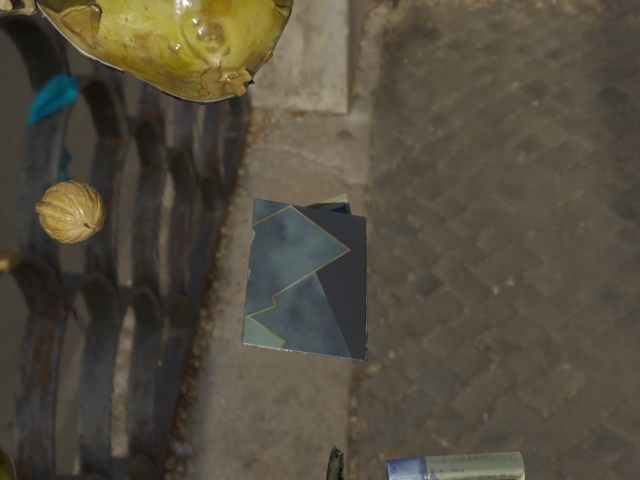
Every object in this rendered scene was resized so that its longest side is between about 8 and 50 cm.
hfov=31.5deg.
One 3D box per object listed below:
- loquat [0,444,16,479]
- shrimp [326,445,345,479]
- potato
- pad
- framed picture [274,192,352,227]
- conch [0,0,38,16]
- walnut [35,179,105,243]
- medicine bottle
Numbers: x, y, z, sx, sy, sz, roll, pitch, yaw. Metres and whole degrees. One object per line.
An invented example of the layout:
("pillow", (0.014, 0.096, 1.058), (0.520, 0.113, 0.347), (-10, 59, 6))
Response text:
("loquat", (-0.589, 0.400, 1.901), (0.152, 0.152, 0.195), (-9, 69, -9))
("shrimp", (-0.048, 0.431, 1.516), (0.272, 0.085, 0.445), (37, 38, -11))
("potato", (-0.167, -0.312, 1.282), (0.300, 0.196, 0.246), (26, 60, -13))
("pad", (-0.017, 0.047, 1.501), (0.164, 0.004, 0.243), (9, 51, -9))
("framed picture", (0.000, 0.000, 1.616), (0.011, 0.109, 0.149), (-9, 8, 44))
("conch", (-0.357, -0.321, 1.038), (0.324, 0.186, 0.263), (19, 19, 2))
("walnut", (-0.396, -0.046, 1.798), (0.105, 0.105, 0.124), (-30, 33, -29))
("medicine bottle", (0.229, 0.395, 1.939), (0.231, 0.059, 0.059), (-3, 40, -1))
